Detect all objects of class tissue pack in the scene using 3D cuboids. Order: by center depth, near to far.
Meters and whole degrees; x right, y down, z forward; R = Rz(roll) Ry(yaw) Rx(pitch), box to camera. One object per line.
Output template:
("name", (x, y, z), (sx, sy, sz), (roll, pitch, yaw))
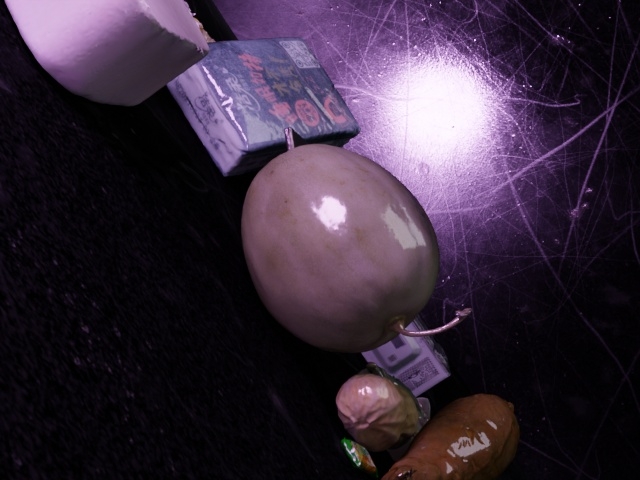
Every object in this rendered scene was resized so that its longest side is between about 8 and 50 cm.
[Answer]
("tissue pack", (-0.097, -0.246, 1.834), (0.316, 0.103, 0.228), (-17, 70, -49))

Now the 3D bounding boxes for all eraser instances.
("eraser", (-0.289, -0.324, 1.267), (0.331, 0.150, 0.331), (57, 8, -13))

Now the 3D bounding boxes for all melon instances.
("melon", (0.025, 0.013, 1.422), (0.272, 0.272, 0.308), (48, 20, -47))

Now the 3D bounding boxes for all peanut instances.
("peanut", (0.083, 0.238, 1.437), (0.098, 0.090, 0.214), (62, 9, 21))

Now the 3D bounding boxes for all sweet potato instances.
("sweet potato", (0.178, 0.304, 1.466), (0.130, 0.130, 0.423), (58, 29, 12))

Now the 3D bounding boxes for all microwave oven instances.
("microwave oven", (0.139, 0.180, 1.954), (0.208, 0.122, 0.162), (56, 6, -2))

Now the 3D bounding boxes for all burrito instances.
("burrito", (0.115, 0.259, 1.662), (0.309, 0.066, 0.096), (40, 20, -58))

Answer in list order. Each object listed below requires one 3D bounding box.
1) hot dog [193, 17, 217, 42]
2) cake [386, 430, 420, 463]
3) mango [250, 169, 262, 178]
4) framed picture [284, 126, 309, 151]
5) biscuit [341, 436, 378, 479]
("hot dog", (-0.253, -0.396, 2.154), (0.169, 0.078, 0.061), (42, 30, -44))
("cake", (0.133, 0.309, 1.608), (0.065, 0.052, 0.121), (54, 8, 2))
("mango", (-0.071, -0.168, 2.035), (0.151, 0.156, 0.248), (20, 10, 2))
("framed picture", (0.000, 0.000, 1.753), (0.255, 0.014, 0.338), (28, 52, -76))
("biscuit", (0.051, 0.277, 1.341), (0.046, 0.016, 0.089), (60, 8, 29))
